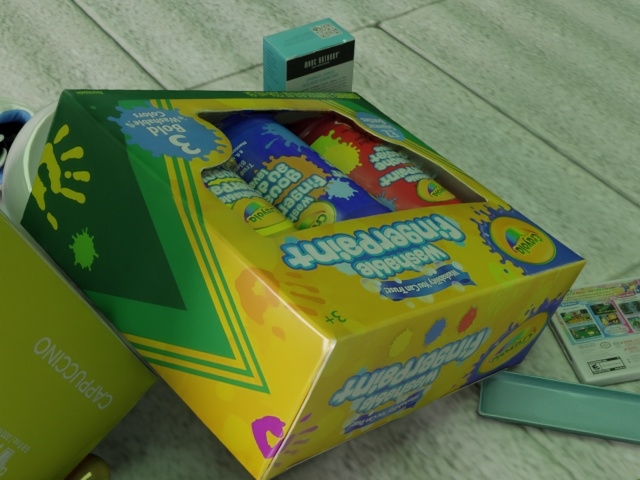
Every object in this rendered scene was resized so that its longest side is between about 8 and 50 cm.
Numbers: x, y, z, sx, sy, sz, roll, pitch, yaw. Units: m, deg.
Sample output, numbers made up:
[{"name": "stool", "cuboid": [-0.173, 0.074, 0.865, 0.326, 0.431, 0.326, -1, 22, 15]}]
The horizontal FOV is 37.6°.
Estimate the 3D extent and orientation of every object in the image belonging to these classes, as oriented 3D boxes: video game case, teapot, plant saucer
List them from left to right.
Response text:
[{"name": "teapot", "cuboid": [-0.263, -0.047, 1.143, 0.256, 0.187, 0.252, 23, 61, -15]}, {"name": "plant saucer", "cuboid": [0.269, 0.183, 1.025, 0.192, 0.018, 0.067, 8, 43, 8]}, {"name": "video game case", "cuboid": [0.355, 0.104, 1.113, 0.157, 0.019, 0.143, -8, 43, -10]}]

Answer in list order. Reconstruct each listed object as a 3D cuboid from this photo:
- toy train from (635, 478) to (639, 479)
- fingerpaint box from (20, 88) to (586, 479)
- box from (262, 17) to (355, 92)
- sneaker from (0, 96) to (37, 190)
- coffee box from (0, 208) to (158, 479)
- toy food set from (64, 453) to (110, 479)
[{"name": "toy train", "cuboid": [0.335, 0.271, 0.932, 0.024, 0.017, 0.083, -10, 43, -28]}, {"name": "fingerpaint box", "cuboid": [0.000, 0.000, 0.956, 0.371, 0.163, 0.445, 41, 30, 28]}, {"name": "box", "cuboid": [-0.018, -0.156, 1.213, 0.101, 0.244, 0.060, -22, 48, -25]}, {"name": "sneaker", "cuboid": [-0.494, -0.092, 1.150, 0.236, 0.130, 0.323, 0, 25, 47]}, {"name": "coffee box", "cuboid": [-0.408, 0.083, 0.800, 0.334, 0.337, 0.338, 36, 73, 30]}, {"name": "toy food set", "cuboid": [-0.266, 0.244, 0.894, 0.192, 0.038, 0.132, 24, 46, 38]}]
